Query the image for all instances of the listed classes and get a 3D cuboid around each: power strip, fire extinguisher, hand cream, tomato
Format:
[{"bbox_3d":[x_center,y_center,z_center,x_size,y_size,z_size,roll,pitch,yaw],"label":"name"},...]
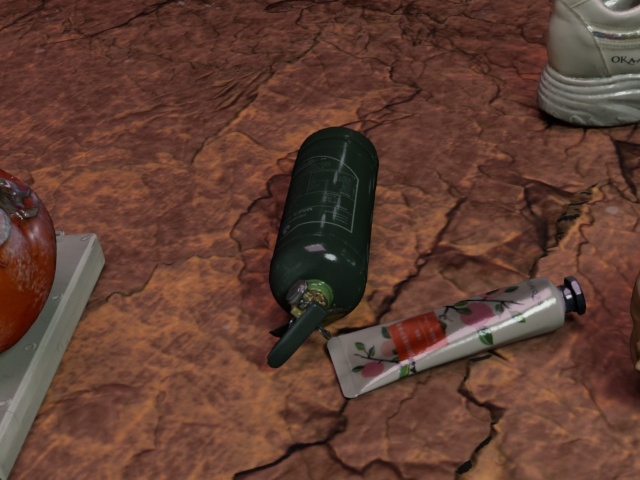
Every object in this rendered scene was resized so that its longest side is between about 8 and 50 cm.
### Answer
[{"bbox_3d":[-0.304,0.107,0.996,0.106,0.043,0.367,-4,33,9],"label":"power strip"},{"bbox_3d":[0.000,0.000,1.049,0.114,0.095,0.311,-38,23,25],"label":"fire extinguisher"},{"bbox_3d":[0.124,0.082,0.942,0.234,0.050,0.080,-17,38,-2],"label":"hand cream"},{"bbox_3d":[-0.357,0.011,0.930,0.188,0.232,0.232,-49,35,10],"label":"tomato"}]

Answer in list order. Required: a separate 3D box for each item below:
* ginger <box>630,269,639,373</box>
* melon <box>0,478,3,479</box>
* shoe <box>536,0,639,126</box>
[{"bbox_3d":[0.350,0.045,0.861,0.267,0.138,0.152,-15,39,-18],"label":"ginger"},{"bbox_3d":[-0.277,0.229,0.724,0.139,0.139,0.192,-1,35,12],"label":"melon"},{"bbox_3d":[0.427,-0.252,1.218,0.342,0.210,0.132,-4,33,6],"label":"shoe"}]
